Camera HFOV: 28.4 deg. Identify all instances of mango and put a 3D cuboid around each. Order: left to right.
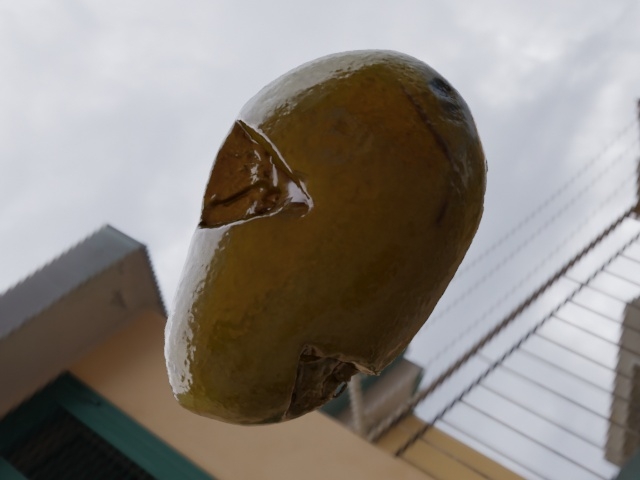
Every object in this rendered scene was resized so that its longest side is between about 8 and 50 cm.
[{"bbox_3d":[0.000,0.000,0.798,0.167,0.130,0.262,26,-101,-4],"label":"mango"}]
